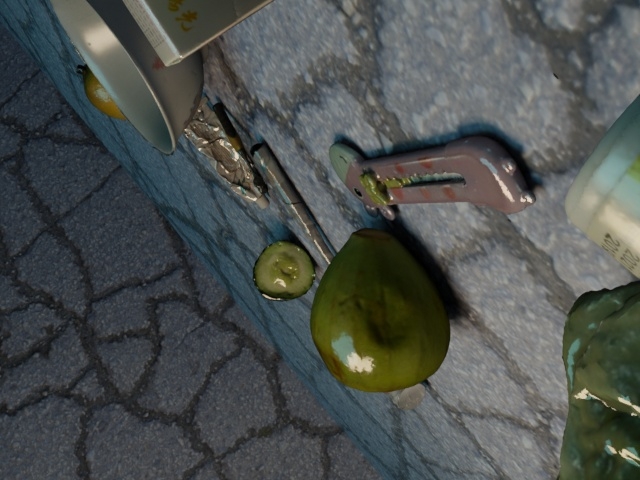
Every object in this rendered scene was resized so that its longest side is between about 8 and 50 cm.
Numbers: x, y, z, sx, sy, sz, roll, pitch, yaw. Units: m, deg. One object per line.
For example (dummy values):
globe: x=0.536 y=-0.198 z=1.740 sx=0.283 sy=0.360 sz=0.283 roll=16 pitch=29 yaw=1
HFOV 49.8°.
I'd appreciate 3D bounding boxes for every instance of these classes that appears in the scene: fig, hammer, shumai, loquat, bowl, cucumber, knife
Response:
fig: x=0.078 y=0.110 z=1.003 sx=0.207 sy=0.207 sz=0.230 roll=30 pitch=154 yaw=52
hammer: x=-0.001 y=0.001 z=1.280 sx=0.426 sy=0.044 sz=0.152 roll=58 pitch=164 yaw=-17
shumai: x=0.268 y=0.213 z=0.528 sx=0.309 sy=0.263 sz=0.304 roll=39 pitch=168 yaw=12
loquat: x=-0.446 y=-0.347 z=1.553 sx=0.204 sy=0.149 sz=0.172 roll=41 pitch=165 yaw=-14
hammer: x=-0.148 y=-0.169 z=1.270 sx=0.201 sy=0.021 sz=0.078 roll=61 pitch=179 yaw=16
bowl: x=-0.291 y=-0.326 z=1.150 sx=0.345 sy=0.157 sz=0.345 roll=46 pitch=164 yaw=18
cucumber: x=-0.094 y=0.067 z=1.548 sx=0.134 sy=0.134 sz=0.244 roll=53 pitch=173 yaw=-5
knife: x=0.107 y=-0.073 z=0.823 sx=0.132 sy=0.038 sz=0.399 roll=53 pitch=164 yaw=-15

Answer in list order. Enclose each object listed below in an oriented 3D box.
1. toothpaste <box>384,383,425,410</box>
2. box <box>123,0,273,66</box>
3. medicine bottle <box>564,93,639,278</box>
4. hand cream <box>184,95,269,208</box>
toothpaste: x=0.112 y=0.242 z=1.457 sx=0.299 sy=0.073 sz=0.114 roll=44 pitch=164 yaw=52
box: x=-0.152 y=-0.360 z=0.622 sx=0.343 sy=0.200 sz=0.065 roll=57 pitch=166 yaw=-18
medicine bottle: x=0.274 y=0.013 z=0.367 sx=0.258 sy=0.143 sz=0.143 roll=45 pitch=163 yaw=20
hand cream: x=-0.184 y=-0.161 z=1.367 sx=0.257 sy=0.084 sz=0.050 roll=54 pitch=172 yaw=-23
